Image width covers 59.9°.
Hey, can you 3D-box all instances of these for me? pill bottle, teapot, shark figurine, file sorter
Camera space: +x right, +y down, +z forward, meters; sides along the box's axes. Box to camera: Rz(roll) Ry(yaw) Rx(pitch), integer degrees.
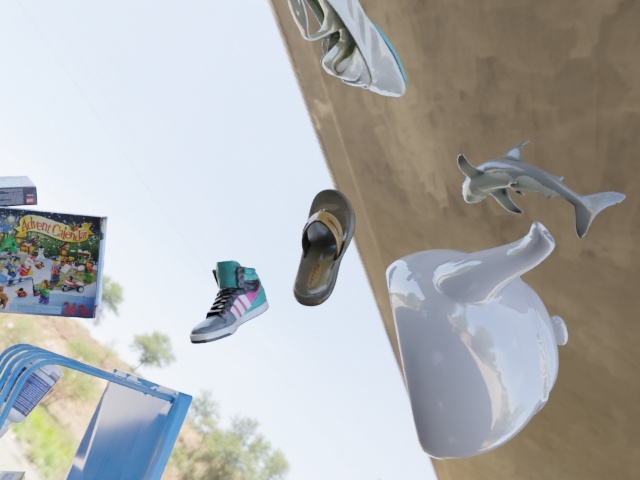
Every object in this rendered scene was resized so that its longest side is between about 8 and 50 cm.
[{"bbox_3d":[-0.457,0.232,0.840,0.067,0.120,0.067,25,-32,17],"label":"pill bottle"},{"bbox_3d":[0.186,0.123,0.642,0.256,0.187,0.253,30,50,-82],"label":"teapot"},{"bbox_3d":[0.354,-0.117,0.952,0.278,0.116,0.166,18,-25,48],"label":"shark figurine"},{"bbox_3d":[-0.187,0.141,0.393,0.104,0.118,0.170,30,-22,-27],"label":"file sorter"}]

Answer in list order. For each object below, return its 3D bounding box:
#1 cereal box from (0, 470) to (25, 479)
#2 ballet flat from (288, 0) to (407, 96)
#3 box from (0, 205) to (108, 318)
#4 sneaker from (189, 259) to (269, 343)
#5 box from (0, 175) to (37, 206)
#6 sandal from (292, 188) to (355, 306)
[{"bbox_3d":[-0.492,0.494,0.817,0.173,0.047,0.240,-153,-112,-81],"label":"cereal box"},{"bbox_3d":[0.031,-0.395,1.044,0.139,0.139,0.400,19,-23,43],"label":"ballet flat"},{"bbox_3d":[-0.456,0.031,0.851,0.044,0.233,0.159,-150,-115,-81],"label":"box"},{"bbox_3d":[-0.252,0.145,1.477,0.123,0.295,0.178,-8,-78,30],"label":"sneaker"},{"bbox_3d":[-0.626,-0.085,0.988,0.114,0.207,0.036,25,-64,51],"label":"box"},{"bbox_3d":[0.000,0.000,0.737,0.072,0.180,0.049,0,-34,25],"label":"sandal"}]
